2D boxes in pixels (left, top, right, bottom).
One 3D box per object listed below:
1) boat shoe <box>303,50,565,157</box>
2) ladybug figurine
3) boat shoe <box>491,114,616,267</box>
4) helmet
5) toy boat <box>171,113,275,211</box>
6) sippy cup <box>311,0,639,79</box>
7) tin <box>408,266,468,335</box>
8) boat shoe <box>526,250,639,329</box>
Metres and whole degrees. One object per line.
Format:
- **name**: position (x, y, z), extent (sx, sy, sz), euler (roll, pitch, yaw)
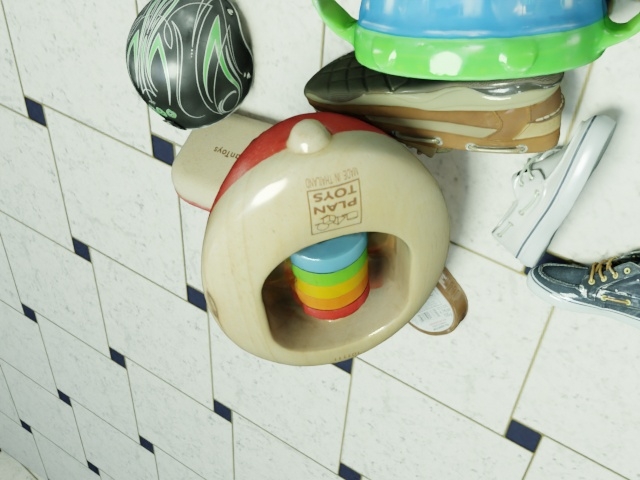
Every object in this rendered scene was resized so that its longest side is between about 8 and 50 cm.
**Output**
- **boat shoe**: position (0.120, -0.149, 0.848), extent (0.323, 0.122, 0.120), euler (13, 138, 42)
- **ladybug figurine**: position (0.000, 0.000, 0.922), extent (0.449, 0.304, 0.162), euler (89, 165, -55)
- **boat shoe**: position (0.250, -0.056, 0.844), extent (0.075, 0.083, 0.226), euler (31, 138, 15)
- **helmet**: position (-0.179, -0.250, 1.003), extent (0.169, 0.169, 0.162), euler (18, 150, 29)
- **toy boat**: position (-0.094, -0.083, 1.098), extent (0.231, 0.151, 0.151), euler (21, 164, 27)
- **sippy cup**: position (0.142, -0.279, 0.664), extent (0.240, 0.305, 0.224), euler (-116, 20, -63)
- **tin**: position (0.134, 0.057, 1.076), extent (0.190, 0.040, 0.106), euler (52, 135, -7)
- **boat shoe**: position (0.338, 0.044, 0.874), extent (0.183, 0.065, 0.083), euler (17, 130, 22)
